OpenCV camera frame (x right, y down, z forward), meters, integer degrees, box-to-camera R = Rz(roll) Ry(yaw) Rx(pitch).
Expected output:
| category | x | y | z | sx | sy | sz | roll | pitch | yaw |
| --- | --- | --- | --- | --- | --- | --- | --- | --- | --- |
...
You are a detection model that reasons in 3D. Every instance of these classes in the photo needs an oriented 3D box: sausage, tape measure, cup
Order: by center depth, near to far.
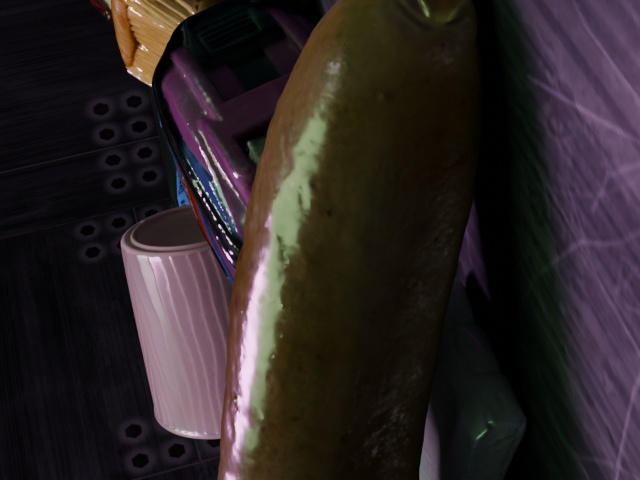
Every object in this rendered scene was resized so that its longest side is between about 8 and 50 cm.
| category | x | y | z | sx | sy | sz | roll | pitch | yaw |
| --- | --- | --- | --- | --- | --- | --- | --- | --- | --- |
| sausage | 0.007 | 0.092 | 0.725 | 0.136 | 0.123 | 0.501 | 19 | 115 | 32 |
| tape measure | -0.016 | -0.043 | 0.884 | 0.245 | 0.149 | 0.231 | 56 | 170 | 43 |
| cup | -0.134 | 0.112 | 1.634 | 0.288 | 0.208 | 0.273 | -125 | 24 | -69 |

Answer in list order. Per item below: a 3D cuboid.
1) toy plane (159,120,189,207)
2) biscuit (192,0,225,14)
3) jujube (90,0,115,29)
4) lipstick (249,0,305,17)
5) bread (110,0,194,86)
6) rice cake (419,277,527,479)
| category | x | y | z | sx | sy | sz | roll | pitch | yaw |
| --- | --- | --- | --- | --- | --- | --- | --- | --- | --- |
| toy plane | -0.177 | -0.111 | 1.877 | 0.254 | 0.105 | 0.271 | 86 | 166 | -49 |
| biscuit | -0.066 | -0.153 | 1.158 | 0.226 | 0.042 | 0.226 | -13 | -90 | -78 |
| jujube | -0.285 | -0.394 | 1.968 | 0.168 | 0.168 | 0.236 | 88 | 159 | -52 |
| lipstick | 0.000 | 0.000 | 1.058 | 0.077 | 0.077 | 0.418 | -161 | 56 | -79 |
| bread | -0.143 | -0.257 | 1.334 | 0.119 | 0.152 | 0.288 | 36 | 166 | 4 |
| rice cake | 0.085 | 0.128 | 0.832 | 0.237 | 0.043 | 0.127 | 88 | 164 | -56 |
